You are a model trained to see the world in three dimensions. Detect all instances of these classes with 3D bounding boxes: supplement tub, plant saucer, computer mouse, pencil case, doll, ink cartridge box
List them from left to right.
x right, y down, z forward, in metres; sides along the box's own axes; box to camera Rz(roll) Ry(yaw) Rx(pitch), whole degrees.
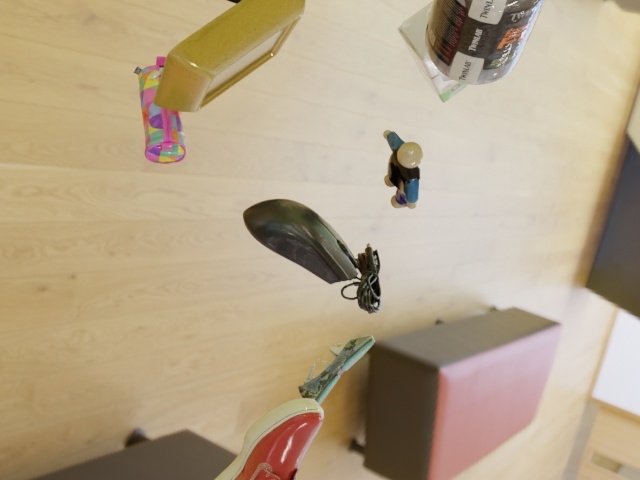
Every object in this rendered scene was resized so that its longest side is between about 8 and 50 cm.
[{"bbox_3d":[-0.357,-0.289,1.932,0.104,0.104,0.236,39,36,-61],"label":"pencil case"},{"bbox_3d":[-0.171,-0.384,1.734,0.333,0.081,0.333,-39,-177,-18],"label":"plant saucer"},{"bbox_3d":[0.000,0.000,1.452,0.072,0.272,0.188,-55,-168,25],"label":"computer mouse"},{"bbox_3d":[0.122,-0.106,1.283,0.189,0.046,0.129,89,-16,-79],"label":"doll"},{"bbox_3d":[0.322,-0.474,2.069,0.198,0.115,0.273,-35,160,9],"label":"ink cartridge box"},{"bbox_3d":[0.323,-0.469,1.650,0.207,0.207,0.338,-59,171,-20],"label":"supplement tub"}]

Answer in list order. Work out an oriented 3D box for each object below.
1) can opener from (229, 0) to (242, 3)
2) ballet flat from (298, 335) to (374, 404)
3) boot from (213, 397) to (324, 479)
[{"bbox_3d":[-0.204,-0.499,1.673,0.059,0.186,0.073,113,-7,-67],"label":"can opener"},{"bbox_3d":[0.026,0.247,1.719,0.188,0.070,0.070,-47,149,-5],"label":"ballet flat"},{"bbox_3d":[-0.047,0.329,1.078,0.088,0.176,0.244,10,126,-36],"label":"boot"}]
